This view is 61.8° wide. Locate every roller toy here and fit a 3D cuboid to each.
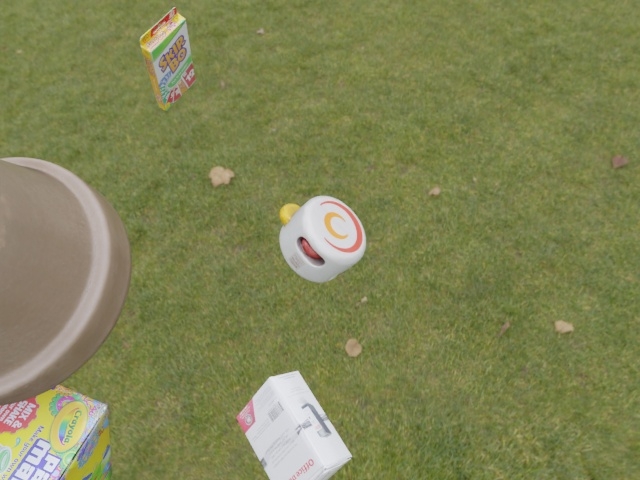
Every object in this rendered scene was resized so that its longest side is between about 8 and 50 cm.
[{"bbox_3d":[0.000,0.000,1.331,0.209,0.146,0.191,16,52,-33],"label":"roller toy"}]

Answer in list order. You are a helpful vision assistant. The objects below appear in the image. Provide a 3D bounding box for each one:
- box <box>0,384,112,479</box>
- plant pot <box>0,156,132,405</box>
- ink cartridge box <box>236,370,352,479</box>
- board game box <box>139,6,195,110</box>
[{"bbox_3d":[-0.397,0.337,0.616,0.177,0.279,0.290,24,46,1],"label":"box"},{"bbox_3d":[-0.346,0.011,0.484,0.263,0.229,0.263,-2,71,7],"label":"plant pot"},{"bbox_3d":[-0.059,0.410,1.119,0.092,0.158,0.218,2,44,-48],"label":"ink cartridge box"},{"bbox_3d":[-0.367,-0.435,1.304,0.039,0.259,0.124,34,70,8],"label":"board game box"}]
